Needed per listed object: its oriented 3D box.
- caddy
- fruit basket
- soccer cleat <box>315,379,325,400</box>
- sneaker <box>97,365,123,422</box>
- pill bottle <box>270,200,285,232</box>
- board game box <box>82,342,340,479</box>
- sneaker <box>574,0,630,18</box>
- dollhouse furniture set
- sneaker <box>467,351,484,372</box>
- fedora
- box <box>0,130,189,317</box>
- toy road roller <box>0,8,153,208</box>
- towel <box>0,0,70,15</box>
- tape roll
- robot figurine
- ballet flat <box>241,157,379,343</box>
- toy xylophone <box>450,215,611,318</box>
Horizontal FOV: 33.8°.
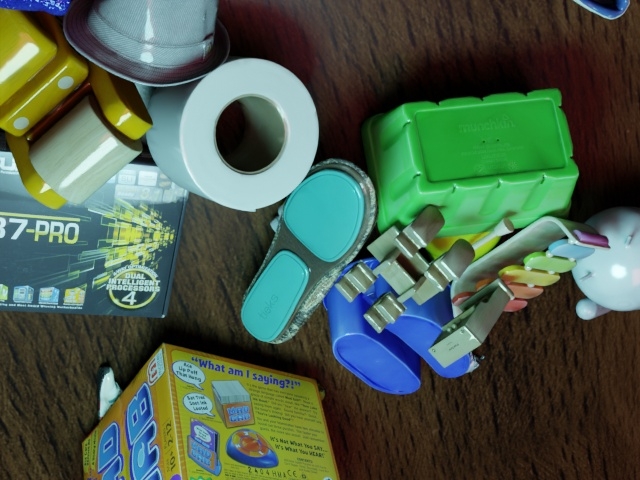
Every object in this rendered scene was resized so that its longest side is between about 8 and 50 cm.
[{"bbox_3d":[0.153,0.155,2.074,0.241,0.179,0.341,-22,138,24],"label":"caddy"},{"bbox_3d":[0.266,-0.106,1.938,0.392,0.283,0.392,-9,166,-2],"label":"fruit basket"},{"bbox_3d":[-0.076,0.321,2.197,0.179,0.060,0.072,13,119,-25],"label":"soccer cleat"},{"bbox_3d":[-0.408,0.311,2.108,0.075,0.057,0.161,-2,127,-16],"label":"sneaker"},{"bbox_3d":[-0.038,-0.057,1.960,0.116,0.065,0.065,-44,122,15],"label":"pill bottle"},{"bbox_3d":[-0.212,0.472,2.016,0.357,0.356,0.356,18,129,-31],"label":"board game box"},{"bbox_3d":[0.417,-0.484,1.767,0.296,0.131,0.112,29,113,-27],"label":"sneaker"},{"bbox_3d":[0.195,0.071,1.833,0.242,0.161,0.212,47,131,-2],"label":"dollhouse furniture set"},{"bbox_3d":[0.325,0.248,2.268,0.069,0.038,0.098,1,131,-17],"label":"sneaker"},{"bbox_3d":[-0.245,-0.357,1.588,0.244,0.275,0.124,34,126,11],"label":"fedora"},{"bbox_3d":[-0.446,-0.023,1.859,0.395,0.097,0.318,5,117,-19],"label":"box"},{"bbox_3d":[-0.429,-0.235,1.592,0.202,0.329,0.240,-39,145,12],"label":"toy road roller"},{"bbox_3d":[-0.504,-0.442,1.501,0.308,0.227,0.076,7,150,-19],"label":"towel"},{"bbox_3d":[-0.148,-0.183,1.741,0.246,0.169,0.246,-7,105,-27],"label":"tape roll"},{"bbox_3d":[0.615,0.035,2.058,0.353,0.200,0.300,1,125,-56],"label":"robot figurine"},{"bbox_3d":[0.000,0.000,1.894,0.182,0.164,0.483,-35,162,-44],"label":"ballet flat"},{"bbox_3d":[0.354,0.049,1.935,0.236,0.081,0.323,2,148,-36],"label":"toy xylophone"}]
